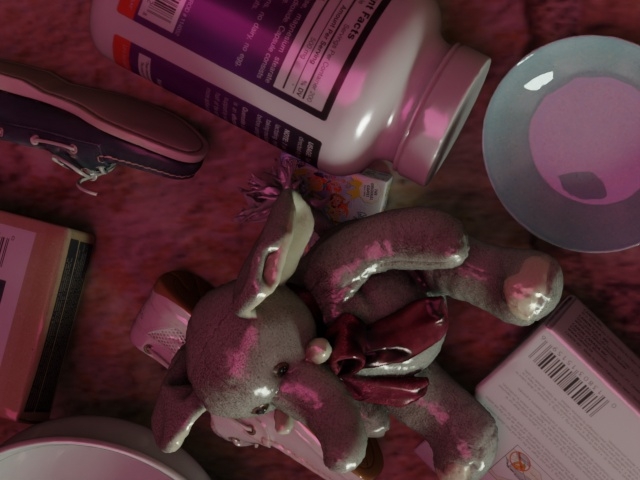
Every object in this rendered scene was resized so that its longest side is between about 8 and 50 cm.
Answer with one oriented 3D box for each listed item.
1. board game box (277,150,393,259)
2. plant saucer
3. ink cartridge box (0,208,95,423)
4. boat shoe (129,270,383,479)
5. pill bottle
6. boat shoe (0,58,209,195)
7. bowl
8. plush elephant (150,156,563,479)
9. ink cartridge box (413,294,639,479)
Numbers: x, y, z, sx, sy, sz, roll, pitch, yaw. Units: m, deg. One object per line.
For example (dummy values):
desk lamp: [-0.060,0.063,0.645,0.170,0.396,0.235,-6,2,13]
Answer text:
board game box: [0.000,0.000,1.754,0.103,0.026,0.154,16,109,11]
plant saucer: [0.240,-0.087,1.653,0.195,0.037,0.195,5,107,16]
ink cartridge box: [-0.356,0.055,1.812,0.234,0.088,0.193,13,87,12]
boat shoe: [-0.064,0.148,1.784,0.277,0.098,0.096,41,113,12]
pill bottle: [-0.024,-0.174,1.628,0.323,0.181,0.181,28,112,6]
boat shoe: [-0.224,-0.098,1.755,0.254,0.095,0.079,19,108,12]
bowl: [-0.210,0.274,1.822,0.297,0.134,0.298,4,120,7]
plush elephant: [0.002,0.087,1.603,0.330,0.255,0.272,37,134,13]
ink cartridge box: [0.251,0.216,1.723,0.275,0.060,0.239,44,137,3]
